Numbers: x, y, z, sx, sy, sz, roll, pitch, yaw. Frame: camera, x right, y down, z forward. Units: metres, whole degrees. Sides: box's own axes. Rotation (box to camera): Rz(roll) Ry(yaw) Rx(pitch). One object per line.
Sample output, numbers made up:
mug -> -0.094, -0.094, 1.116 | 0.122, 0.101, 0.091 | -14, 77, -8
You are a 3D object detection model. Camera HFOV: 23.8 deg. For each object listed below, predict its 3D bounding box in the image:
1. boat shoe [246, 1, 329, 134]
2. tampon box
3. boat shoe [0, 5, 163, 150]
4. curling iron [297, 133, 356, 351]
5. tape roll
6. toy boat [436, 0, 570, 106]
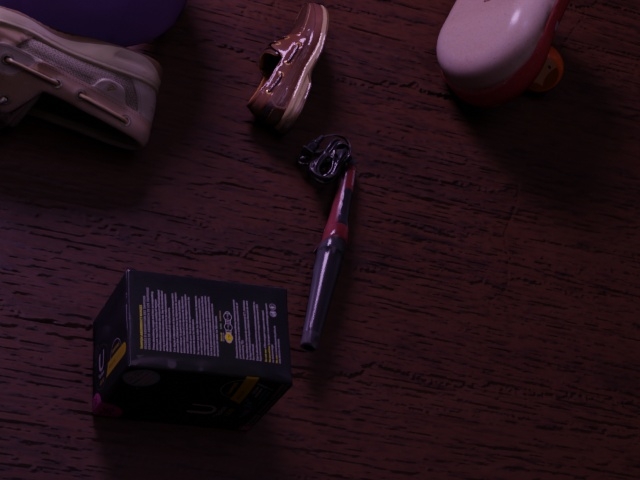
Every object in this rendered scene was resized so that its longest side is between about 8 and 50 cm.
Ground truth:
boat shoe -> -0.036, -0.202, 1.691 | 0.060, 0.064, 0.178 | 25, 57, -13
tampon box -> -0.123, 0.106, 1.433 | 0.161, 0.120, 0.101 | 8, 59, -22
boat shoe -> -0.307, -0.164, 1.513 | 0.302, 0.109, 0.098 | 14, 74, -24
curling iron -> 0.000, 0.000, 1.609 | 0.068, 0.035, 0.274 | 14, 56, -13
tape roll -> -0.258, -0.331, 1.608 | 0.274, 0.090, 0.275 | 17, 43, -17
toy boat -> 0.241, -0.240, 1.821 | 0.151, 0.151, 0.231 | 52, 48, -28
